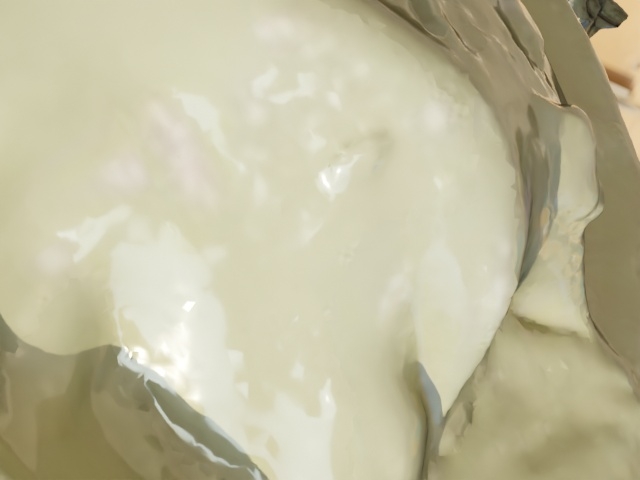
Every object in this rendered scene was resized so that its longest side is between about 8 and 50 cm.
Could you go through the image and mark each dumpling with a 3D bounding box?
[{"bbox_3d":[0.000,0.000,0.465,0.316,0.233,0.395,51,-137,9],"label":"dumpling"}]

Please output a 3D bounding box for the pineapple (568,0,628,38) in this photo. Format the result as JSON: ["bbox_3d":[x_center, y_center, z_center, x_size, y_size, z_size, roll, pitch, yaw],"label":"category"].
[{"bbox_3d":[0.170,-0.230,0.902,0.119,0.111,0.237,-10,140,8],"label":"pineapple"}]
